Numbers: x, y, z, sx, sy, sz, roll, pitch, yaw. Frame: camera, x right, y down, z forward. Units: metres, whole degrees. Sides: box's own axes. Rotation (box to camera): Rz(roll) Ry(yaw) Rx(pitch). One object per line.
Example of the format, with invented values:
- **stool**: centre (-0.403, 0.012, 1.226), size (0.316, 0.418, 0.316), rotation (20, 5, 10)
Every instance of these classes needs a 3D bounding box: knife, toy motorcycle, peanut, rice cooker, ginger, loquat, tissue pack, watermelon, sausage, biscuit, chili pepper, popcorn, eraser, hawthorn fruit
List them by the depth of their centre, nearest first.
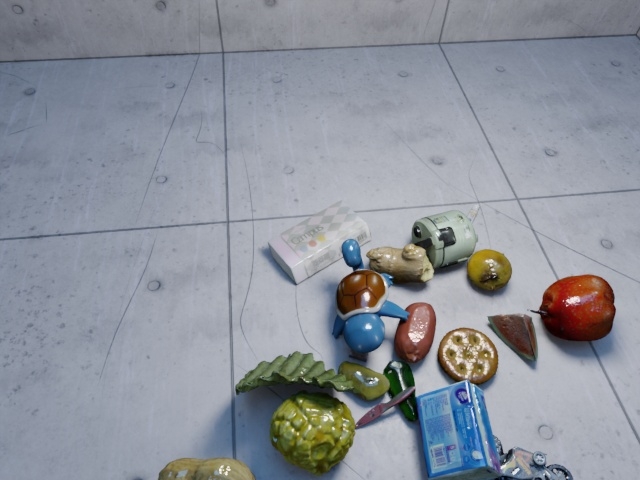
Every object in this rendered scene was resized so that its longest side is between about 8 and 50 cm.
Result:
- **peanut**: centre (-0.333, 0.710, 1.507), size (0.291, 0.159, 0.143), rotation (5, 26, 2)
- **toy motorcycle**: centre (0.619, 0.728, 1.571), size (0.307, 0.108, 0.173), rotation (22, 63, 13)
- **popcorn**: centre (-0.024, 0.578, 1.576), size (0.258, 0.224, 0.270), rotation (27, 12, 16)
- **tissue pack**: centre (0.426, 0.604, 1.592), size (0.198, 0.146, 0.263), rotation (-28, 43, 28)
- **knife**: centre (0.211, 0.553, 1.696), size (0.247, 0.018, 0.035), rotation (-32, 51, -3)
- **chili pepper**: centre (0.290, 0.512, 1.749), size (0.108, 0.062, 0.216), rotation (-10, 55, -10)
- **biscuit**: centre (0.528, 0.417, 1.833), size (0.220, 0.066, 0.220), rotation (-1, 54, 1)
- **sausage**: centre (0.345, 0.329, 1.849), size (0.148, 0.148, 0.254), rotation (14, 53, 9)
- **watermelon**: centre (0.711, 0.341, 1.855), size (0.136, 0.202, 0.207), rotation (-33, 47, 22)
- **hawthorn fruit**: centre (0.912, 0.244, 1.873), size (0.300, 0.254, 0.254), rotation (3, 51, 3)
- **ginger**: centre (0.313, 0.083, 2.004), size (0.276, 0.221, 0.130), rotation (16, 62, 0)
- **loquat**: centre (0.673, 0.108, 2.032), size (0.172, 0.149, 0.204), rotation (15, 38, 11)
- **rice cooker**: centre (0.490, -0.001, 2.068), size (0.244, 0.226, 0.226), rotation (-12, 53, -15)
- **eraser**: centre (0.000, 0.000, 2.127), size (0.397, 0.082, 0.213), rotation (-31, 58, -24)

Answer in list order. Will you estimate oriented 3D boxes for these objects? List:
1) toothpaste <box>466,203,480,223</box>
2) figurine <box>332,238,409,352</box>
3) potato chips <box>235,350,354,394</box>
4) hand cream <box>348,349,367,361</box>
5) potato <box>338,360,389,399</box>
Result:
- **toothpaste**: centre (0.660, -0.092, 2.265), size (0.048, 0.031, 0.190), rotation (29, 59, 15)
- **figurine**: centre (0.162, 0.209, 1.858), size (0.298, 0.243, 0.416), rotation (-11, 64, 10)
- **potato chips**: centre (-0.085, 0.434, 1.649), size (0.373, 0.389, 0.097), rotation (1, 86, -4)
- **hand cream**: centre (0.164, 0.346, 1.890), size (0.067, 0.043, 0.209), rotation (15, 57, 9)
- **potato**: centre (0.143, 0.479, 1.756), size (0.188, 0.085, 0.105), rotation (26, 53, 23)
